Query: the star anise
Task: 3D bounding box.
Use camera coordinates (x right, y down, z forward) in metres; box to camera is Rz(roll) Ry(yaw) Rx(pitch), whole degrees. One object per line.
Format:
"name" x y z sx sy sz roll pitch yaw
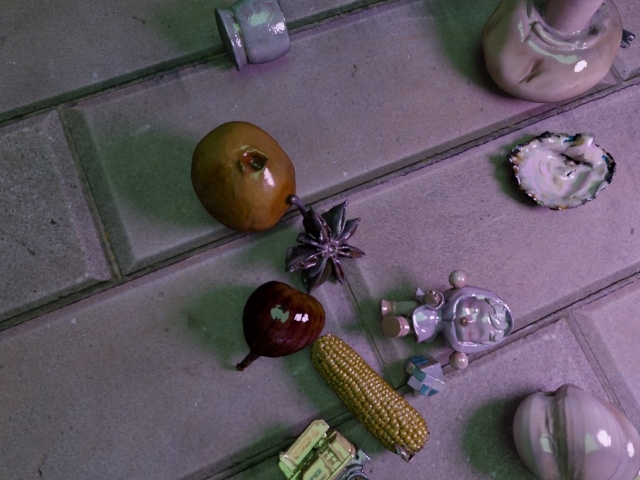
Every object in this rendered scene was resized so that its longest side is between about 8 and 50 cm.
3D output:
"star anise" 0.000 -0.001 0.929 0.209 0.089 0.231 -23 112 -34

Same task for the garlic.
"garlic" 0.511 0.380 0.860 0.281 0.185 0.203 13 56 0

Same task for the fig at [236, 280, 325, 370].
"fig" -0.093 0.163 0.876 0.202 0.148 0.149 -34 107 -21

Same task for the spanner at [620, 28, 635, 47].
"spanner" 0.762 -0.625 1.202 0.054 0.015 0.254 -30 81 -13

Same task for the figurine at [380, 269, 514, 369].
"figurine" 0.262 0.161 0.919 0.276 0.133 0.200 2 85 1

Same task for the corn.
"corn" 0.089 0.308 0.886 0.293 0.106 0.106 43 77 10

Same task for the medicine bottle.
"medicine bottle" -0.159 -0.484 1.029 0.143 0.147 0.147 -23 79 -6

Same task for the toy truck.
"toy truck" -0.039 0.468 0.822 0.272 0.124 0.157 -43 84 -13

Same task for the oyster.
"oyster" 0.574 -0.173 1.047 0.260 0.092 0.198 -24 79 0

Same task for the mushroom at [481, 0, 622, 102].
"mushroom" 0.543 -0.484 0.991 0.314 0.336 0.314 -1 79 4

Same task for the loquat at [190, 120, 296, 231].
"loquat" -0.157 -0.125 0.894 0.238 0.238 0.193 41 77 6

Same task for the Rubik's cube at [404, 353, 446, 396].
"Rubik's cube" 0.209 0.284 0.911 0.073 0.075 0.084 -12 79 -10
